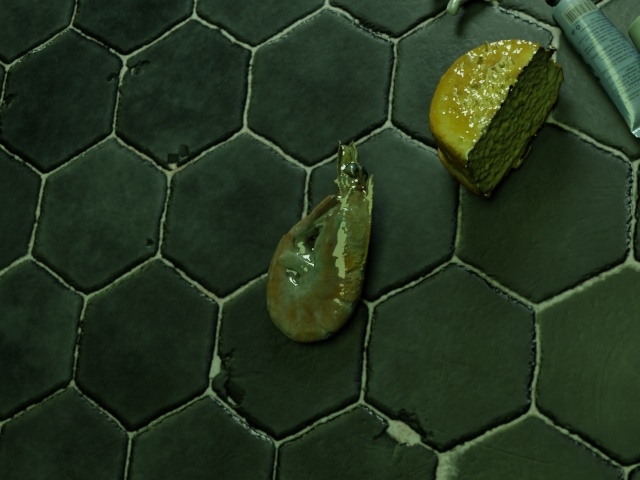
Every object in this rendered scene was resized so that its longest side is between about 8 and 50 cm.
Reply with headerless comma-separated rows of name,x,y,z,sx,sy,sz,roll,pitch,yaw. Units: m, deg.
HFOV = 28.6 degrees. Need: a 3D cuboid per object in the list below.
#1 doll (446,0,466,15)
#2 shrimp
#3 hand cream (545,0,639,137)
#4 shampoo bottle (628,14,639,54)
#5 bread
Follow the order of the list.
doll,0.227,-0.427,1.962,0.135,0.071,0.113,-36,69,3
shrimp,0.000,0.000,1.908,0.168,0.077,0.317,5,77,28
hand cream,0.418,-0.267,1.826,0.091,0.058,0.271,-30,65,-6
shampoo bottle,0.520,-0.204,1.728,0.085,0.085,0.262,-29,71,13
bread,0.241,-0.195,1.826,0.139,0.143,0.229,32,85,29
